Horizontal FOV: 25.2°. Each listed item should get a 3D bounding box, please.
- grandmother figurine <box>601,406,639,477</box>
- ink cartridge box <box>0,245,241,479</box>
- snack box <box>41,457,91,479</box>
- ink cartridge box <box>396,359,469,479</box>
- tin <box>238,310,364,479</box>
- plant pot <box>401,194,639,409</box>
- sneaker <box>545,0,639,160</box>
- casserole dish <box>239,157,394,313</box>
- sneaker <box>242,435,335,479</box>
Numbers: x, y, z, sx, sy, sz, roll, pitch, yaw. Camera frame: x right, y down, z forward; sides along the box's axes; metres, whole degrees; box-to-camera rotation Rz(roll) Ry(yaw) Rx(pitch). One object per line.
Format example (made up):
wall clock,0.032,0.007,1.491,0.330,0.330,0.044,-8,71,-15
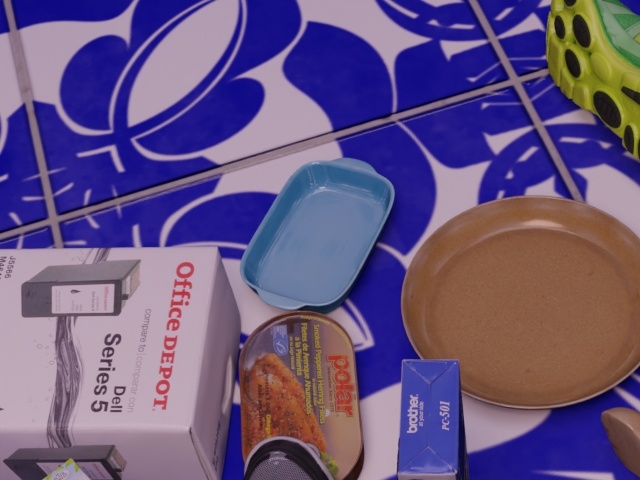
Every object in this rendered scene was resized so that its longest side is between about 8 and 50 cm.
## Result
grandmother figurine,0.411,0.097,1.196,0.342,0.104,0.208,-37,64,-15
ink cartridge box,-0.221,0.113,1.277,0.273,0.114,0.198,-2,52,8
snack box,-0.166,0.247,1.146,0.037,0.141,0.100,-37,55,-18
ink cartridge box,0.090,0.188,1.107,0.046,0.207,0.097,-1,52,9
tin,-0.016,0.148,1.266,0.106,0.040,0.189,-10,52,7
plant pot,0.193,0.059,1.303,0.236,0.032,0.236,-5,52,7
sneaker,0.322,-0.169,1.431,0.124,0.109,0.295,-7,46,-25
casserole dish,0.000,0.000,1.379,0.114,0.037,0.188,16,56,21
sneaker,-0.029,0.259,1.089,0.101,0.153,0.268,-7,60,6
